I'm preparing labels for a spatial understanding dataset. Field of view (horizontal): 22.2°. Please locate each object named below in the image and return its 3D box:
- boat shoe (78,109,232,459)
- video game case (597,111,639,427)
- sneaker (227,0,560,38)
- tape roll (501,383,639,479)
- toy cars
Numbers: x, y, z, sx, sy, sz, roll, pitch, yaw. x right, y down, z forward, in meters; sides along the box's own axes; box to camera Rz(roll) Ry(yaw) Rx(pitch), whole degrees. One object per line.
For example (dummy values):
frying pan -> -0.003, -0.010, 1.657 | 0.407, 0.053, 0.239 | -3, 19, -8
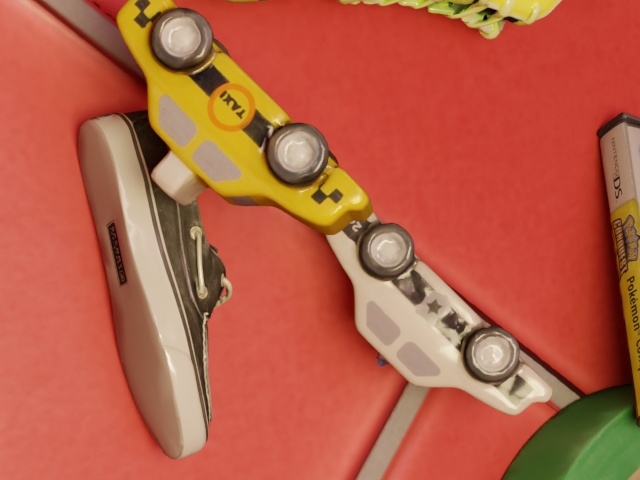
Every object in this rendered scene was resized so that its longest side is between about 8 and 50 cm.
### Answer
boat shoe -> -0.091, 0.024, 1.017 | 0.070, 0.078, 0.219 | -12, 90, -28
video game case -> 0.335, 0.049, 1.221 | 0.275, 0.035, 0.248 | 16, 54, -27
sneaker -> 0.096, -0.208, 1.103 | 0.384, 0.145, 0.147 | -19, 95, -27
tape roll -> 0.261, 0.265, 1.192 | 0.321, 0.077, 0.321 | 2, 85, -29
toy cars -> 0.000, 0.000, 1.013 | 0.087, 0.176, 0.393 | -45, 126, 1
